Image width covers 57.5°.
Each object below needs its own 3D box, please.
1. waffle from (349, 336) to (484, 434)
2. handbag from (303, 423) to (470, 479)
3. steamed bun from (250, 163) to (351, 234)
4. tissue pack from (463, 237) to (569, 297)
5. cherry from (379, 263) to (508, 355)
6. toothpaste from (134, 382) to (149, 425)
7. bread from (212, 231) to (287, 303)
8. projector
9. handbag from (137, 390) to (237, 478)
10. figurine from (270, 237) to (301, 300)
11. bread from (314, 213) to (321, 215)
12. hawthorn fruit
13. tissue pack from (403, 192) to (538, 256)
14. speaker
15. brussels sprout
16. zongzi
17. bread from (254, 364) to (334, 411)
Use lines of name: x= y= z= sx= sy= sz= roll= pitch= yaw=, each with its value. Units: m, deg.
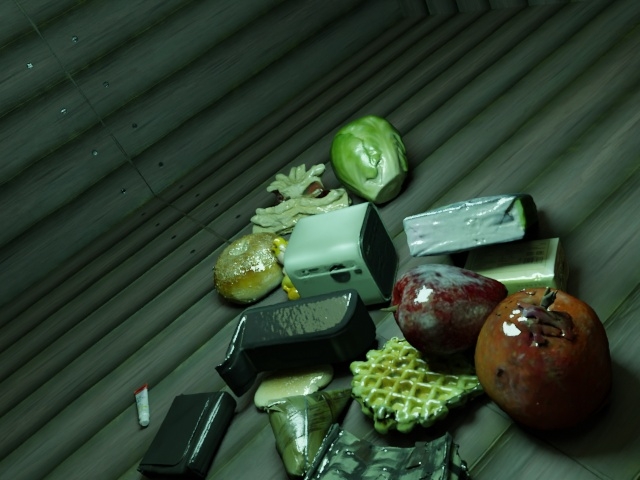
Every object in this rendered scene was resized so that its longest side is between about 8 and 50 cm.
waffle: x=0.217 y=0.328 z=1.379 sx=0.297 sy=0.073 sz=0.317 roll=-22 pitch=22 yaw=-6
handbag: x=0.104 y=0.523 z=1.121 sx=0.325 sy=0.163 sz=0.327 roll=-4 pitch=31 yaw=30
steamed bun: x=-0.082 y=-0.174 z=2.279 sx=0.427 sy=0.189 sz=0.247 roll=-13 pitch=27 yaw=26
tissue pack: x=0.488 y=0.091 z=1.460 sx=0.234 sy=0.125 sz=0.159 roll=-9 pitch=33 yaw=33
cherry: x=0.291 y=0.156 z=1.355 sx=0.300 sy=0.203 sz=0.230 roll=-9 pitch=12 yaw=1
toothpaste: x=-0.550 y=0.506 z=1.803 sx=0.048 sy=0.031 sz=0.190 roll=-36 pitch=28 yaw=-5
bread: x=-0.243 y=0.081 z=2.048 sx=0.305 sy=0.159 sz=0.306 roll=-22 pitch=31 yaw=14
projector: x=0.068 y=0.054 z=1.741 sx=0.249 sy=0.249 sz=0.248 roll=-12 pitch=35 yaw=26
handbag: x=-0.355 y=0.526 z=1.573 sx=0.223 sy=0.080 sz=0.247 roll=-16 pitch=35 yaw=35
figurine: x=-0.084 y=0.101 z=1.884 sx=0.131 sy=0.156 sz=0.246 roll=-18 pitch=64 yaw=-25
bread: x=-0.002 y=0.000 z=1.969 sx=0.085 sy=0.173 sz=0.134 roll=-14 pitch=30 yaw=-3
hawthorn fruit: x=0.444 y=0.206 z=1.164 sx=0.276 sy=0.308 sz=0.276 roll=-10 pitch=33 yaw=7
tissue pack: x=0.413 y=-0.047 z=1.547 sx=0.288 sy=0.124 sz=0.394 roll=-12 pitch=0 yaw=24
speaker: x=-0.061 y=0.275 z=1.532 sx=0.388 sy=0.180 sz=0.184 roll=-14 pitch=38 yaw=19
brussels sprout: x=0.182 y=-0.292 z=2.136 sx=0.281 sy=0.289 sz=0.355 roll=-21 pitch=53 yaw=-7
zongzi: x=0.011 y=0.452 z=1.371 sx=0.242 sy=0.112 sz=0.221 roll=-7 pitch=38 yaw=-17
bread: x=-0.059 y=0.373 z=1.583 sx=0.181 sy=0.039 sz=0.251 roll=12 pitch=49 yaw=49
